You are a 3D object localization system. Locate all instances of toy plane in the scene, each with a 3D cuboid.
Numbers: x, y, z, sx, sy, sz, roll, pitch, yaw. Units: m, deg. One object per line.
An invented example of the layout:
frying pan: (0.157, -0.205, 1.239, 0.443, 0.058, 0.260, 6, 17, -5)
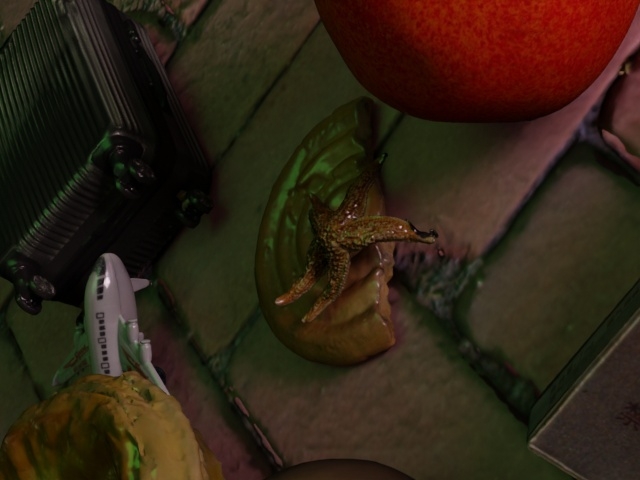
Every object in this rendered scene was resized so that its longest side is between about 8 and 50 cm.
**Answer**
toy plane: (-0.172, 0.096, 1.307, 0.162, 0.065, 0.171, 7, 93, 48)

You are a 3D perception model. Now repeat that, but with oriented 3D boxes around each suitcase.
suitcase: (-0.221, -0.082, 1.418, 0.202, 0.128, 0.312, -47, 41, 20)

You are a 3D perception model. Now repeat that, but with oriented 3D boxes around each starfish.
starfish: (0.025, -0.008, 1.121, 0.130, 0.041, 0.133, -4, 69, 43)

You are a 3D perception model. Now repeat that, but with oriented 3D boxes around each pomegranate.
pomegranate: (0.102, -0.182, 1.054, 0.221, 0.221, 0.257, -63, 12, 2)

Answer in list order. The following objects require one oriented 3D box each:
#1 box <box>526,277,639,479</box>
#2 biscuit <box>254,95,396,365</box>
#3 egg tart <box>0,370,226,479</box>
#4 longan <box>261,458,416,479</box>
box: (0.263, 0.027, 0.737, 0.325, 0.180, 0.047, -55, 5, 28)
biscuit: (-0.001, 0.000, 1.202, 0.144, 0.033, 0.224, -28, 50, 36)
egg tart: (-0.165, 0.272, 1.145, 0.352, 0.150, 0.352, -27, 52, 40)
longan: (0.015, 0.232, 0.934, 0.196, 0.196, 0.220, -60, 32, 6)
